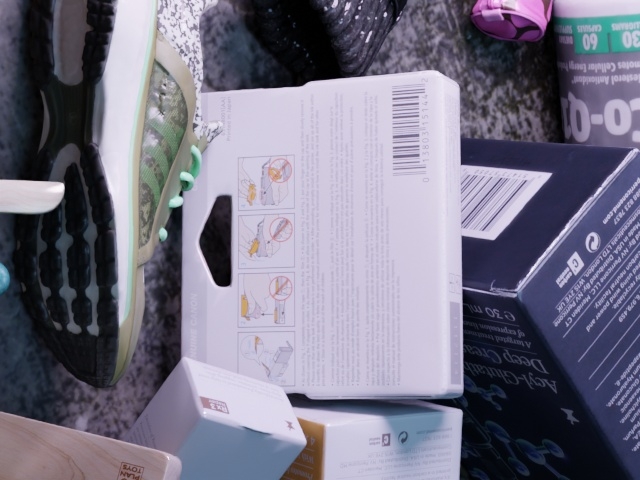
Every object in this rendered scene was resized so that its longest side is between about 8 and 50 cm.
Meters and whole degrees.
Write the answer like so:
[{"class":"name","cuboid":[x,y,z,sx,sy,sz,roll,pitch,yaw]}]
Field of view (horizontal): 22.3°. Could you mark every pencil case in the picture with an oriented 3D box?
[{"class":"pencil case","cuboid":[0.218,-0.323,1.742,0.098,0.095,0.209,19,82,-68]}]

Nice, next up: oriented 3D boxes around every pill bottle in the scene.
[{"class":"pill bottle","cuboid":[0.375,-0.106,1.810,0.204,0.204,0.361,-15,103,-35]}]

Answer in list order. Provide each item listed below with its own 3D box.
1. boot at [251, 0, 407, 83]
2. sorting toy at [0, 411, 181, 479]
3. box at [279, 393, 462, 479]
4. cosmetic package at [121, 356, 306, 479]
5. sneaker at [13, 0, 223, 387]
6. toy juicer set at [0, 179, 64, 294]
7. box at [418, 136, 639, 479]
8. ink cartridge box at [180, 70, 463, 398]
[{"class":"boot","cuboid":[0.002,-0.341,1.550,0.260,0.131,0.348,-50,121,-22]},{"class":"sorting toy","cuboid":[-0.244,0.284,1.367,0.089,0.257,0.255,32,70,-60]},{"class":"box","cuboid":[0.000,0.320,1.566,0.168,0.215,0.345,-1,95,-37]},{"class":"cosmetic package","cuboid":[-0.128,0.223,1.466,0.117,0.085,0.231,21,116,-34]},{"class":"sneaker","cuboid":[-0.154,-0.070,1.453,0.182,0.158,0.410,1,97,-42]},{"class":"toy juicer set","cuboid":[-0.371,0.068,1.351,0.209,0.089,0.329,23,79,-16]},{"class":"box","cuboid":[0.246,0.108,1.680,0.212,0.294,0.395,-48,119,-23]},{"class":"ink cartridge box","cuboid":[0.000,0.000,1.517,0.066,0.261,0.296,14,75,-68]}]
